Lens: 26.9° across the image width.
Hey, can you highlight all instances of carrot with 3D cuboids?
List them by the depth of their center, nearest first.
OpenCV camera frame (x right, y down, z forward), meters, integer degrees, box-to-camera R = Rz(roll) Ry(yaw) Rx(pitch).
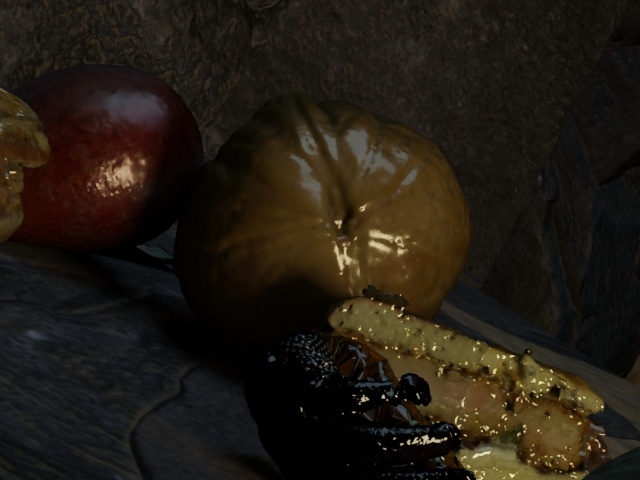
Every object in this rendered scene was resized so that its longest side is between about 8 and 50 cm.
[{"bbox_3d":[0.070,0.168,1.064,0.228,0.069,0.069,50,17,31],"label":"carrot"}]

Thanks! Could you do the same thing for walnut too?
[{"bbox_3d":[0.000,0.000,1.378,0.333,0.332,0.333,26,5,-3],"label":"walnut"}]

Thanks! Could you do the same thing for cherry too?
[{"bbox_3d":[-0.254,-0.090,1.404,0.239,0.206,0.239,11,-1,0],"label":"cherry"}]

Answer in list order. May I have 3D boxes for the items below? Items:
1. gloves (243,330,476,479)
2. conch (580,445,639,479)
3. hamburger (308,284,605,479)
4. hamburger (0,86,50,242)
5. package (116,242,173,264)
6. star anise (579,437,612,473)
[{"bbox_3d":[0.026,0.159,0.978,0.106,0.129,0.181,-7,37,-37],"label":"gloves"},{"bbox_3d":[0.189,0.224,0.584,0.319,0.215,0.303,-14,21,-30],"label":"conch"},{"bbox_3d":[0.119,0.150,1.227,0.282,0.155,0.245,21,-1,14],"label":"hamburger"},{"bbox_3d":[-0.373,-0.083,1.188,0.243,0.146,0.286,17,16,-29],"label":"hamburger"},{"bbox_3d":[-0.280,-0.024,1.615,0.166,0.040,0.232,29,4,30],"label":"package"},{"bbox_3d":[0.295,0.243,1.680,0.182,0.065,0.195,27,1,-9],"label":"star anise"}]
